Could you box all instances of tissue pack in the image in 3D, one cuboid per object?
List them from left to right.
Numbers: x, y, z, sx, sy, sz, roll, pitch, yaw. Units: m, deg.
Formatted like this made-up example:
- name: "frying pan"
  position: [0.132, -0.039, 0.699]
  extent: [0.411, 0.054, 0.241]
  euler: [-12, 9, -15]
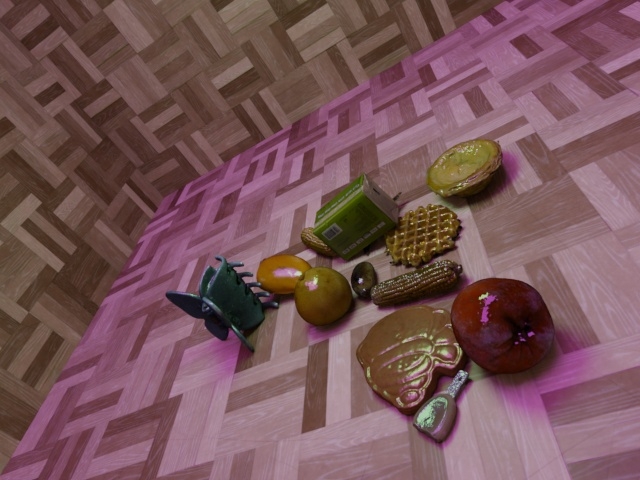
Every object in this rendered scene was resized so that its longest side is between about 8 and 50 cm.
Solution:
- name: "tissue pack"
  position: [0.136, -0.088, 1.846]
  extent: [0.274, 0.200, 0.167]
  euler: [-38, 24, 30]

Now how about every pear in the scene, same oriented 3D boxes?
- name: "pear"
  position: [0.002, 0.191, 1.662]
  extent: [0.209, 0.209, 0.209]
  euler: [-27, 31, 17]

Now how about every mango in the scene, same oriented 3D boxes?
- name: "mango"
  position: [-0.128, 0.138, 1.938]
  extent: [0.257, 0.138, 0.187]
  euler: [-1, 25, 26]

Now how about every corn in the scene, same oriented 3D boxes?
- name: "corn"
  position: [-0.002, 0.005, 2.040]
  extent: [0.260, 0.091, 0.091]
  euler: [24, 101, 57]
- name: "corn"
  position: [0.304, 0.141, 1.523]
  extent: [0.320, 0.097, 0.097]
  euler: [-22, 33, 30]

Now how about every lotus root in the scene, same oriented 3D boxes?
- name: "lotus root"
  position: [0.153, 0.136, 1.697]
  extent: [0.089, 0.080, 0.179]
  euler: [-25, 30, 20]

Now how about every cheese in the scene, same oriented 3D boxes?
- name: "cheese"
  position: [0.314, 0.407, 1.188]
  extent: [0.192, 0.037, 0.097]
  euler: [-48, 33, -20]

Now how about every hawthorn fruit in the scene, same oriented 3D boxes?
- name: "hawthorn fruit"
  position: [0.422, 0.203, 1.160]
  extent: [0.263, 0.235, 0.231]
  euler: [-4, 41, 42]

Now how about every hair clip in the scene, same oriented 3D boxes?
- name: "hair clip"
  position: [-0.359, 0.240, 1.861]
  extent: [0.392, 0.318, 0.238]
  euler: [-1, 44, 49]

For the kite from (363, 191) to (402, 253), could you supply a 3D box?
- name: "kite"
  position: [0.227, -0.071, 1.944]
  extent: [0.321, 0.016, 0.234]
  euler: [-56, 20, -19]

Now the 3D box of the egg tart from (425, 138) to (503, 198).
- name: "egg tart"
  position: [0.552, -0.258, 1.796]
  extent: [0.315, 0.120, 0.315]
  euler: [-28, 31, 19]

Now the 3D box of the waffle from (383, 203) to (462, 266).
- name: "waffle"
  position: [0.359, -0.029, 1.733]
  extent: [0.329, 0.062, 0.329]
  euler: [-26, 32, 18]

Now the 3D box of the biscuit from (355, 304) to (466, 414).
- name: "biscuit"
  position: [0.257, 0.319, 1.356]
  extent: [0.312, 0.057, 0.351]
  euler: [-34, 29, 7]
